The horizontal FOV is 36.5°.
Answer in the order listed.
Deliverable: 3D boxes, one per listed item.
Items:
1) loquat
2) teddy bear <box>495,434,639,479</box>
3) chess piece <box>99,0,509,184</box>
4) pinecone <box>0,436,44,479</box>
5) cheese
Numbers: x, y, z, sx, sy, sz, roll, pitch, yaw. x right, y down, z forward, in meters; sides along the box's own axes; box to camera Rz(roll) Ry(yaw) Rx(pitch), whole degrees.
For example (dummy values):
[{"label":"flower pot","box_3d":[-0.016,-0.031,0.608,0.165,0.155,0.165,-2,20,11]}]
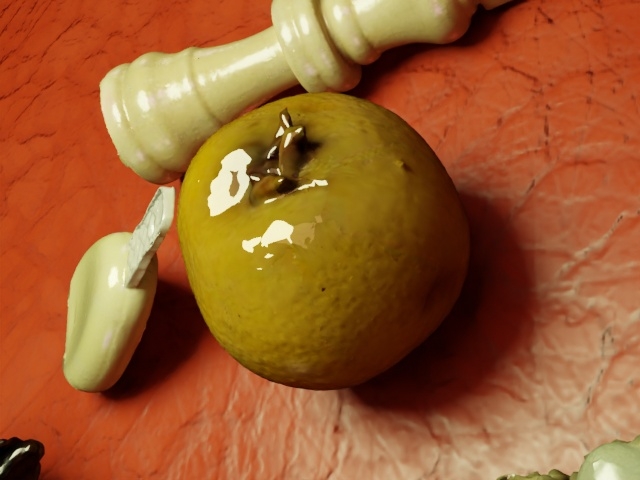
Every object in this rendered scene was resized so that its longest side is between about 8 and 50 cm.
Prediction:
[{"label":"loquat","box_3d":[0.000,0.000,0.676,0.208,0.208,0.208,-15,59,27]},{"label":"teddy bear","box_3d":[0.119,0.230,0.512,0.256,0.156,0.267,-13,90,23]},{"label":"chess piece","box_3d":[0.001,-0.174,0.829,0.397,0.117,0.117,-23,56,20]},{"label":"pinecone","box_3d":[-0.337,0.235,0.747,0.296,0.242,0.298,-1,97,18]},{"label":"cheese","box_3d":[-0.156,0.030,0.776,0.251,0.054,0.127,131,143,-53]}]
